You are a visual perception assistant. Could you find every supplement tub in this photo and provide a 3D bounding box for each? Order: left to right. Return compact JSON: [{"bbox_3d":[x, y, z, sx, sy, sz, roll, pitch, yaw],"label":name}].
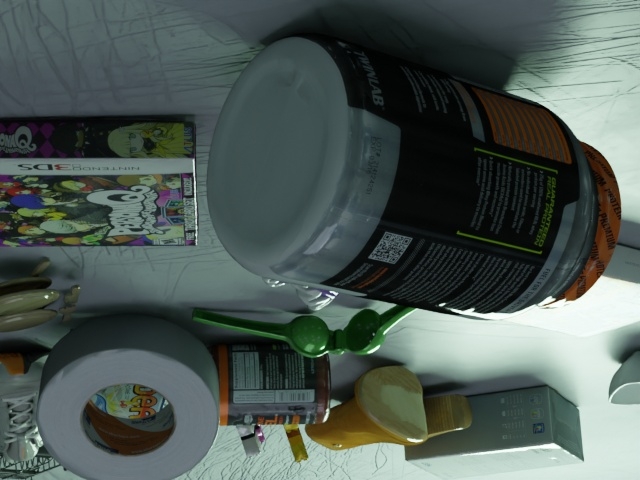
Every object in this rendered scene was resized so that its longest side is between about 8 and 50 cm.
[{"bbox_3d":[-0.089,0.184,2.070,0.197,0.106,0.106,0,161,-6],"label":"supplement tub"},{"bbox_3d":[0.083,-0.041,1.312,0.316,0.194,0.193,13,155,-36],"label":"supplement tub"}]

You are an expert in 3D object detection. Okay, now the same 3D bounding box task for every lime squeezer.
[{"bbox_3d":[0.009,0.103,1.927,0.310,0.059,0.110,-6,161,12],"label":"lime squeezer"}]

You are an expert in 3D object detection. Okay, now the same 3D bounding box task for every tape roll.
[{"bbox_3d":[-0.231,0.195,1.961,0.219,0.072,0.219,-1,124,-2],"label":"tape roll"}]

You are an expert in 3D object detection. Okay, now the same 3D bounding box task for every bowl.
[{"bbox_3d":[0.469,0.186,2.230,0.142,0.053,0.142,-3,161,-3],"label":"bowl"}]

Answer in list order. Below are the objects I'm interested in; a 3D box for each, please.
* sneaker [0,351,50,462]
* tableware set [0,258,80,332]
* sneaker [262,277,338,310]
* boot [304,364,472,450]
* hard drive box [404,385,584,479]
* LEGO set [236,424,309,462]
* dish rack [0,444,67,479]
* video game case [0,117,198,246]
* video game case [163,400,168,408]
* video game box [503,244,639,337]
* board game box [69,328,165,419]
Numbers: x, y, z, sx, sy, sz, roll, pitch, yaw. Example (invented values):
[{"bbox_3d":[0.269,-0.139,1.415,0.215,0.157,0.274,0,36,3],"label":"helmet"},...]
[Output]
[{"bbox_3d":[-0.385,0.221,2.113,0.099,0.121,0.262,-1,161,-7],"label":"sneaker"},{"bbox_3d":[-0.338,0.066,1.804,0.128,0.039,0.194,-10,169,-14],"label":"tableware set"},{"bbox_3d":[0.000,0.000,1.590,0.104,0.095,0.236,-15,163,15],"label":"sneaker"},{"bbox_3d":[0.061,0.251,2.287,0.211,0.104,0.295,-15,162,30],"label":"boot"},{"bbox_3d":[0.263,0.295,2.460,0.232,0.089,0.181,-11,159,20],"label":"hard drive box"},{"bbox_3d":[-0.061,0.260,2.213,0.087,0.093,0.227,-18,-177,0],"label":"LEGO set"},{"bbox_3d":[-0.489,0.316,2.458,0.208,0.074,0.271,10,159,-29],"label":"dish rack"},{"bbox_3d":[-0.216,-0.048,1.480,0.210,0.042,0.232,0,161,-4],"label":"video game case"},{"bbox_3d":[-0.247,0.240,2.349,0.166,0.015,0.119,-4,161,3],"label":"video game case"},{"bbox_3d":[0.303,0.057,1.847,0.205,0.048,0.187,12,153,-37],"label":"video game box"},{"bbox_3d":[-0.264,0.190,2.056,0.136,0.035,0.201,3,136,-17],"label":"board game box"}]
